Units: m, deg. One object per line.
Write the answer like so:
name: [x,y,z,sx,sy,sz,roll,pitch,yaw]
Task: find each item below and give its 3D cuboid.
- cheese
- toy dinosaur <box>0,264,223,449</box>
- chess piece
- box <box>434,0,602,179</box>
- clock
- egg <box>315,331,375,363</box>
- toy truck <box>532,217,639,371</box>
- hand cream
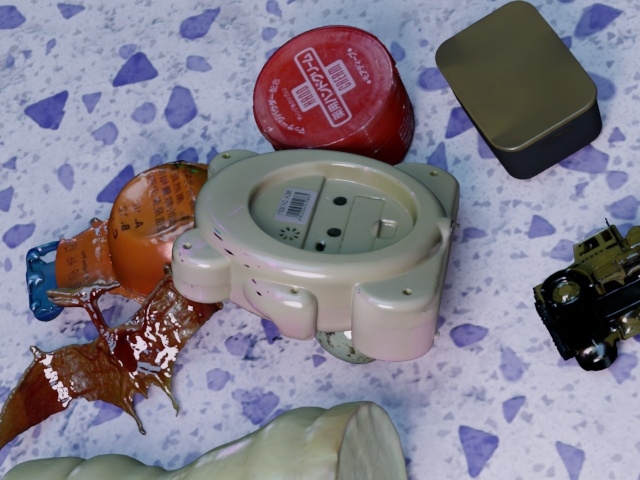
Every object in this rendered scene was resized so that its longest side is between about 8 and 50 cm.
cheese: [-0.227,0.005,1.834,0.329,0.129,0.217,-21,56,10]
toy dinosaur: [-0.246,0.141,1.741,0.327,0.113,0.206,-5,97,18]
chess piece: [-0.140,0.306,1.575,0.442,0.234,0.234,-8,59,20]
box: [0.247,-0.183,1.782,0.144,0.090,0.201,-32,55,1]
clock: [0.000,0.000,1.669,0.309,0.114,0.284,9,40,7]
egg: [0.035,0.099,1.703,0.085,0.085,0.110,-43,61,-7]
toy truck: [0.359,0.030,1.602,0.257,0.127,0.127,-30,40,3]
hand cream: [0.019,-0.166,1.840,0.193,0.125,0.193,-10,57,16]
